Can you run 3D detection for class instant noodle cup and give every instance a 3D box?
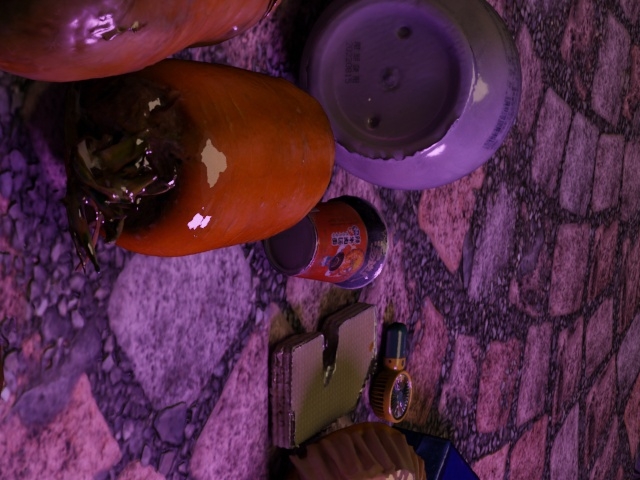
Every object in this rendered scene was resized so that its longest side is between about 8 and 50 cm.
[{"bbox_3d":[0.001,0.001,1.608,0.135,0.127,0.127,2,96,-54],"label":"instant noodle cup"}]

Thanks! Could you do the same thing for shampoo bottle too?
[{"bbox_3d":[0.120,-0.200,1.598,0.266,0.273,0.273,-3,101,-71],"label":"shampoo bottle"}]

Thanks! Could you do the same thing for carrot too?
[{"bbox_3d":[-0.185,-0.253,1.084,0.340,0.224,0.224,-30,124,-65],"label":"carrot"},{"bbox_3d":[-0.147,-0.080,1.227,0.331,0.214,0.193,-13,91,-66],"label":"carrot"}]

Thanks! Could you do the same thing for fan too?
[{"bbox_3d":[0.111,0.202,1.937,0.082,0.039,0.155,-1,97,-61],"label":"fan"}]

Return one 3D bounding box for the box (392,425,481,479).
[{"bbox_3d":[0.160,0.485,2.034,0.279,0.116,0.261,-67,149,-21],"label":"box"}]

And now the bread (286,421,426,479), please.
[{"bbox_3d":[0.064,0.443,1.737,0.236,0.183,0.389,-4,111,-15],"label":"bread"}]

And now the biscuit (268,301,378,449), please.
[{"bbox_3d":[0.008,0.180,1.733,0.250,0.046,0.147,-24,117,-56],"label":"biscuit"}]

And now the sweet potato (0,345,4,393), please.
[{"bbox_3d":[-0.340,0.196,1.076,0.273,0.075,0.075,-61,146,-37],"label":"sweet potato"}]
